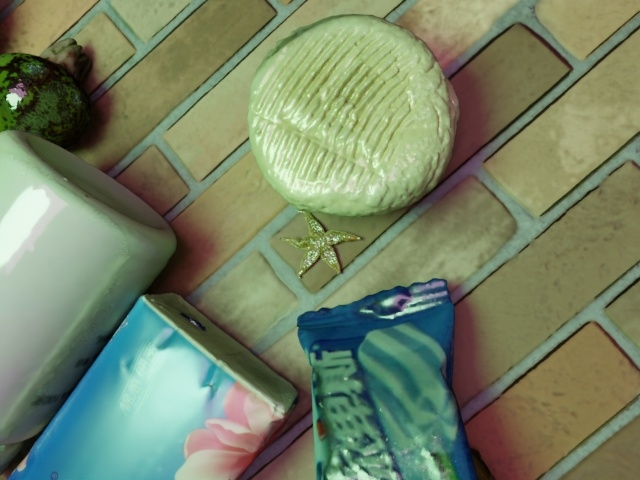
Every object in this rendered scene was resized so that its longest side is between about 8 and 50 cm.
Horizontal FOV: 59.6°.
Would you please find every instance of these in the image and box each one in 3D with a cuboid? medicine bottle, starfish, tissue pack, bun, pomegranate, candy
[{"bbox_3d":[-0.350,0.094,0.604,0.219,0.219,0.388,36,91,14],"label":"medicine bottle"},{"bbox_3d":[0.000,0.000,0.650,0.086,0.016,0.092,-26,76,5],"label":"starfish"},{"bbox_3d":[-0.183,0.216,0.594,0.209,0.137,0.269,37,92,15],"label":"tissue pack"},{"bbox_3d":[0.037,-0.126,0.599,0.221,0.134,0.220,-1,83,4],"label":"bun"},{"bbox_3d":[-0.347,-0.177,0.704,0.138,0.163,0.125,8,123,27],"label":"pomegranate"},{"bbox_3d":[0.061,0.199,0.530,0.187,0.077,0.331,-14,58,19],"label":"candy"}]

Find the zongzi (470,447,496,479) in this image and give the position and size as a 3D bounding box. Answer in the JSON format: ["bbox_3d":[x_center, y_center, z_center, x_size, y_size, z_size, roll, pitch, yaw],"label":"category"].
[{"bbox_3d":[0.127,0.327,0.540,0.187,0.084,0.184,-39,71,5],"label":"zongzi"}]
